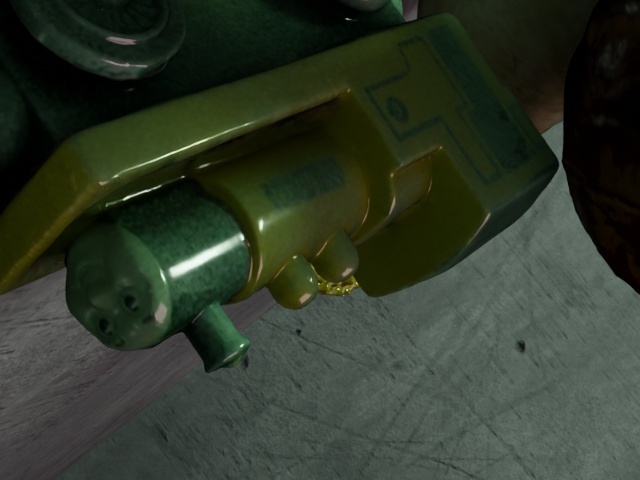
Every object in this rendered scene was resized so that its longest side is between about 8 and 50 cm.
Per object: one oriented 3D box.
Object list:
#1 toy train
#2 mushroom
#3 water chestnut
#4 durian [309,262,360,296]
[{"bbox_3d":[-0.037,-0.054,0.578,0.150,0.237,0.369,-38,174,40],"label":"toy train"},{"bbox_3d":[0.241,-0.212,0.915,0.352,0.260,0.352,-31,176,-2],"label":"mushroom"},{"bbox_3d":[0.271,-0.088,0.668,0.289,0.244,0.289,-20,150,-12],"label":"water chestnut"},{"bbox_3d":[0.000,0.000,1.690,0.166,0.172,0.306,-14,-166,26],"label":"durian"}]
